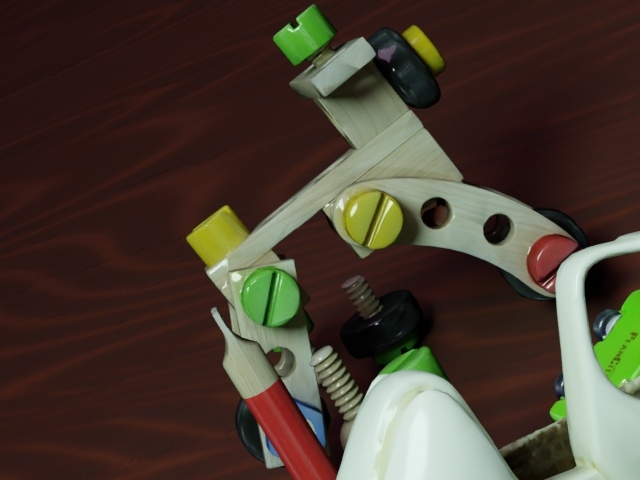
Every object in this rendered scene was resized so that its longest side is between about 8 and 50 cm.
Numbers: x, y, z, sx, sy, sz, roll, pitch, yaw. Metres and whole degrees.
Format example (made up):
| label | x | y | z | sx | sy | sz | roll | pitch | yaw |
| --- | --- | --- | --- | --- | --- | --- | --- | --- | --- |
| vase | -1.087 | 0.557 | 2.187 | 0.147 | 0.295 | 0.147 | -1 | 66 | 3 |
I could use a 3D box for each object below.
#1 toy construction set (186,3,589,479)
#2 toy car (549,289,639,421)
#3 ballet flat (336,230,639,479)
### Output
| label | x | y | z | sx | sy | sz | roll | pitch | yaw |
| --- | --- | --- | --- | --- | --- | --- | --- | --- | --- |
| toy construction set | 0.000 | 0.000 | 1.164 | 0.257 | 0.237 | 0.309 | -28 | 12 | 22 |
| toy car | 0.144 | 0.128 | 1.076 | 0.225 | 0.053 | 0.239 | -53 | 29 | -14 |
| ballet flat | 0.129 | 0.095 | 0.858 | 0.482 | 0.182 | 0.164 | -29 | 17 | -9 |
